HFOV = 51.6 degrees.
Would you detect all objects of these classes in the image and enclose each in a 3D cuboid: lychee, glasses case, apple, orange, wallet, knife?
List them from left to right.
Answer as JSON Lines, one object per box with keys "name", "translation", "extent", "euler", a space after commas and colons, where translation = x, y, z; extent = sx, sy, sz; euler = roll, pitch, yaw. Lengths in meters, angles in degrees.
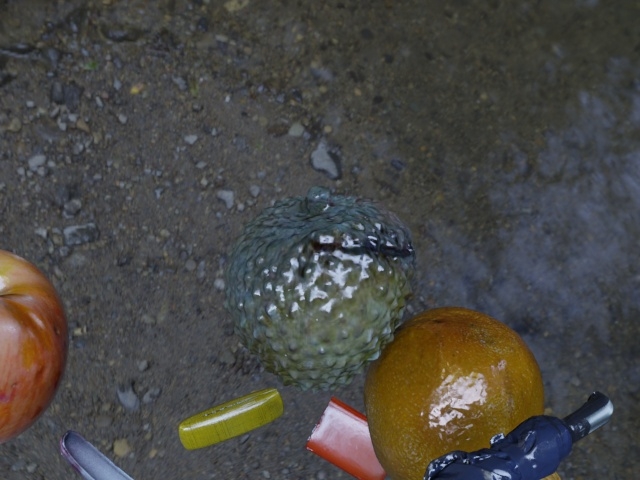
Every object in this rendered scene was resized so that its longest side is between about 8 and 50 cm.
{"name": "apple", "translation": [-0.446, 0.147, 0.948], "extent": [0.163, 0.251, 0.293], "euler": [8, 33, -41]}
{"name": "knife", "translation": [-0.288, 0.389, 0.995], "extent": [0.278, 0.053, 0.123], "euler": [41, 30, -11]}
{"name": "glasses case", "translation": [-0.193, 0.390, 1.446], "extent": [0.234, 0.079, 0.064], "euler": [-18, 31, -12]}
{"name": "lychee", "translation": [0.003, 0.062, 0.844], "extent": [0.255, 0.255, 0.275], "euler": [-15, 109, -24]}
{"name": "wallet", "translation": [0.081, 0.485, 1.586], "extent": [0.204, 0.045, 0.142], "euler": [29, 89, 7]}
{"name": "orange", "translation": [0.181, 0.228, 0.914], "extent": [0.264, 0.264, 0.264], "euler": [7, 65, -15]}

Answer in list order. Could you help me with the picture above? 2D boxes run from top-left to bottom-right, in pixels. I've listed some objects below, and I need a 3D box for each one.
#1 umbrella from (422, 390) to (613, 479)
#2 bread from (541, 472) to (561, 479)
{"name": "umbrella", "translation": [0.198, 0.204, 0.642], "extent": [0.248, 0.071, 0.071], "euler": [-22, 75, -21]}
{"name": "bread", "translation": [0.494, 0.640, 1.503], "extent": [0.204, 0.156, 0.288], "euler": [30, 26, -40]}
